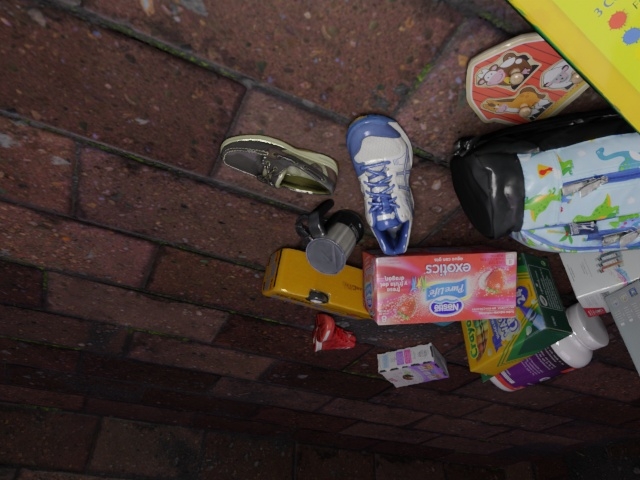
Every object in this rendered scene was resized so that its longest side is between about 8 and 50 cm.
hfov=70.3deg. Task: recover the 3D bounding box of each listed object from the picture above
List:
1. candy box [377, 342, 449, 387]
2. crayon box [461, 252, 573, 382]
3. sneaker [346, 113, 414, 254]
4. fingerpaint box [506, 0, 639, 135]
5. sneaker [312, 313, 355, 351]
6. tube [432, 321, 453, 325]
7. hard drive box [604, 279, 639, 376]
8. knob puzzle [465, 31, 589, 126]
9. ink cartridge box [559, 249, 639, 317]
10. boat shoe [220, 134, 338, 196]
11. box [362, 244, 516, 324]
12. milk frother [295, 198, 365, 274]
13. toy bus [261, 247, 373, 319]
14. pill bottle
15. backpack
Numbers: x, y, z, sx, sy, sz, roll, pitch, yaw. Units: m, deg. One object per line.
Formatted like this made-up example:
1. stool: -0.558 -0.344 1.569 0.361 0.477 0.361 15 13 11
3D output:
1. candy box: 0.316 0.430 1.558 0.196 0.070 0.165 -19 138 23
2. crayon box: 0.459 0.206 1.156 0.083 0.203 0.323 13 141 -15
3. sneaker: 0.125 -0.091 0.839 0.111 0.131 0.296 -11 140 17
4. fingerpaint box: 0.319 -0.376 0.343 0.371 0.163 0.445 32 125 -18
5. sneaker: 0.049 0.272 1.366 0.128 0.087 0.221 -2 155 -11
6. tube: 0.320 0.210 1.295 0.207 0.052 0.080 22 143 -33
7. hard drive box: 0.721 0.215 0.931 0.181 0.232 0.089 16 139 -21
8. knob puzzle: 0.312 -0.238 0.697 0.213 0.030 0.213 3 154 1
9. ink cartridge box: 0.674 0.076 1.045 0.176 0.127 0.128 -24 136 29
10. boat shoe: -0.074 -0.132 0.834 0.223 0.073 0.080 11 141 -13
11. box: 0.250 0.090 0.992 0.299 0.142 0.154 -2 -174 -6
12. milk frother: 0.000 0.000 0.952 0.129 0.135 0.143 48 126 -6
13. toy bus: 0.037 0.119 1.109 0.332 0.108 0.130 18 158 -22
14. pill bottle: 0.623 0.298 1.290 0.181 0.181 0.323 21 138 -25
15. backpack: 0.416 -0.095 0.706 0.355 0.290 0.273 -22 94 9
